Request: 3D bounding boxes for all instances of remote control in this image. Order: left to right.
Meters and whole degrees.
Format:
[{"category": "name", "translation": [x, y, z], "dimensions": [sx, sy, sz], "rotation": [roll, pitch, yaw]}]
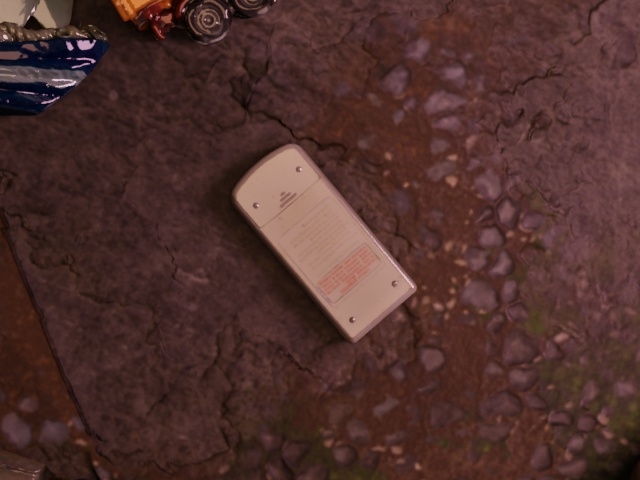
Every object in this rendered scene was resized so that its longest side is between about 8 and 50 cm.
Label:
[{"category": "remote control", "translation": [0.000, 0.000, 1.815], "dimensions": [0.087, 0.029, 0.190], "rotation": [-41, 94, -4]}]

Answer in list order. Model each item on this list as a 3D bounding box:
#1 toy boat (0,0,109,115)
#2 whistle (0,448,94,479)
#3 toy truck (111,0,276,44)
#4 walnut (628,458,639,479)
[{"category": "toy boat", "translation": [-0.299, -0.260, 1.782], "dimensions": [0.220, 0.067, 0.291], "rotation": [4, 79, -6]}, {"category": "whistle", "translation": [-0.204, 0.257, 1.784], "dimensions": [0.326, 0.057, 0.068], "rotation": [20, 92, -6]}, {"category": "toy truck", "translation": [-0.070, -0.275, 1.769], "dimensions": [0.270, 0.114, 0.135], "rotation": [-31, 98, -2]}, {"category": "walnut", "translation": [0.389, 0.260, 1.778], "dimensions": [0.224, 0.224, 0.224], "rotation": [0, 91, -6]}]
